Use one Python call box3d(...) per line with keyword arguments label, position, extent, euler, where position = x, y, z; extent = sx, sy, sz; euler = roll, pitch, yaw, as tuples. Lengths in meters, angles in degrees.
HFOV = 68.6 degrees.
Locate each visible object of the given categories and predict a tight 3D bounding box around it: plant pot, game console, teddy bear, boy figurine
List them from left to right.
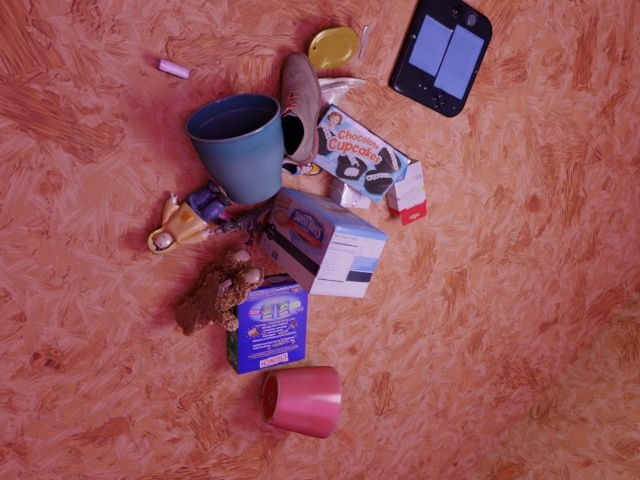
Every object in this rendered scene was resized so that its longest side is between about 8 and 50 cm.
box3d(label="boy figurine", position=(-0.414, -0.065, 1.432), extent=(0.285, 0.092, 0.177), euler=(-38, 91, -3))
box3d(label="teddy bear", position=(-0.314, 0.172, 1.515), extent=(0.338, 0.245, 0.113), euler=(-57, 151, 0))
box3d(label="plant pot", position=(-0.225, -0.259, 1.396), extent=(0.272, 0.271, 0.255), euler=(-29, 134, -17))
box3d(label="plant pot", position=(-0.083, 0.607, 1.792), extent=(0.243, 0.275, 0.275), euler=(13, 101, -23))
box3d(label="game console", position=(0.451, -0.680, 1.724), extent=(0.342, 0.060, 0.386), euler=(15, 100, -33))

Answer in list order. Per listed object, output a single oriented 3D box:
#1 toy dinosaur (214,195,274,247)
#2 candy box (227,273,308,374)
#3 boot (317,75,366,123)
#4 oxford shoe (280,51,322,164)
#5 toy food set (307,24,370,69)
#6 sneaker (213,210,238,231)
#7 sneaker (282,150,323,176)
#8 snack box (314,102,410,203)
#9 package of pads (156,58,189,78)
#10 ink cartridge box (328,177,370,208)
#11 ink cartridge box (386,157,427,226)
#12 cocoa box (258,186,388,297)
box3d(label="toy dinosaur", position=(-0.226, -0.055, 1.545), extent=(0.268, 0.064, 0.118), euler=(-39, 138, -40))
box3d(label="candy box", position=(-0.190, 0.294, 1.687), extent=(0.268, 0.122, 0.317), euler=(-6, 110, -28))
box3d(label="boot", position=(0.052, -0.462, 1.570), extent=(0.213, 0.077, 0.165), euler=(-10, 112, -18))
box3d(label="oxford shoe", position=(-0.068, -0.414, 1.442), extent=(0.130, 0.123, 0.348), euler=(-10, 94, -71))
box3d(label="toy food set", position=(0.044, -0.634, 1.515), extent=(0.218, 0.071, 0.128), euler=(-19, 139, -22))
box3d(label="sneaker", position=(-0.318, -0.062, 1.539), extent=(0.057, 0.047, 0.119), euler=(-31, 131, 18))
box3d(label="sneaker", position=(-0.069, -0.241, 1.571), extent=(0.185, 0.084, 0.069), euler=(8, 127, -26))
box3d(label="snack box", position=(0.115, -0.285, 1.563), extent=(0.322, 0.060, 0.187), euler=(31, 112, -14))
box3d(label="package of pads", position=(-0.415, -0.482, 1.320), extent=(0.083, 0.050, 0.032), euler=(13, 101, -31))
box3d(label="ink cartridge box", position=(0.102, -0.172, 1.696), extent=(0.143, 0.092, 0.090), euler=(2, 107, -28))
box3d(label="ink cartridge box", position=(0.331, -0.187, 1.824), extent=(0.134, 0.078, 0.231), euler=(-24, 118, -19))
box3d(label="cocoa box", position=(0.000, 0.000, 1.524), extent=(0.231, 0.347, 0.228), euler=(9, 109, -38))
